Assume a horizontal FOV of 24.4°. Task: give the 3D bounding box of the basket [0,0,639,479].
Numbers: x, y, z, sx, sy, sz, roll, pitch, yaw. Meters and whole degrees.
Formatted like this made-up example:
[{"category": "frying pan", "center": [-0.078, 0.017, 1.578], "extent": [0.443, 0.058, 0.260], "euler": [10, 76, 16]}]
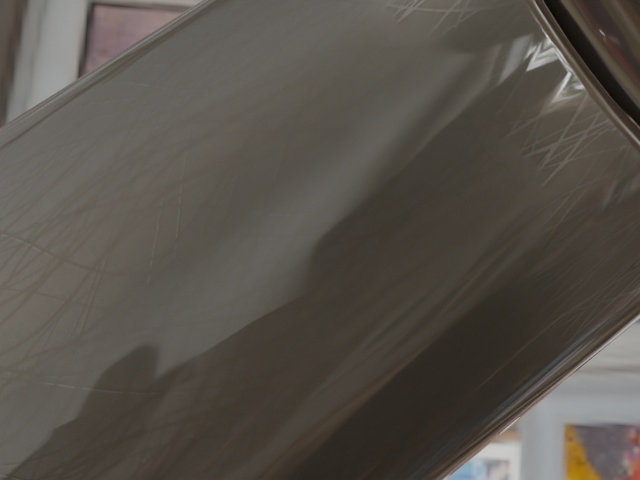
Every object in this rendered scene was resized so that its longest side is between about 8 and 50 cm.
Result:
[{"category": "basket", "center": [0.000, 0.000, 0.440], "extent": [0.154, 0.227, 0.204], "euler": [16, -133, -49]}]
